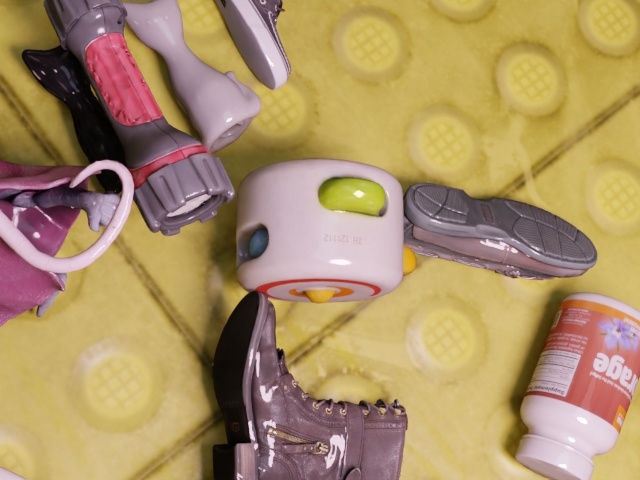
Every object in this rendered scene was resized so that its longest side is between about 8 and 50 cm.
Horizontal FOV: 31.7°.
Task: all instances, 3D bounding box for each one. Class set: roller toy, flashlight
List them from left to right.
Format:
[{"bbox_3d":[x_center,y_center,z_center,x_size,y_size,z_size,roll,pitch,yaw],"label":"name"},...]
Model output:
[{"bbox_3d":[-0.202,-0.157,1.217,0.103,0.103,0.304,-31,78,14],"label":"flashlight"},{"bbox_3d":[0.000,0.000,1.288,0.191,0.209,0.146,-4,76,19],"label":"roller toy"}]

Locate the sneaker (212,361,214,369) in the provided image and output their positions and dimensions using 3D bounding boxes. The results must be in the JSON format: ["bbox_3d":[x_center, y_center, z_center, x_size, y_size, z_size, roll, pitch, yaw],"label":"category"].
[{"bbox_3d":[-0.092,0.169,1.307,0.083,0.032,0.037,30,72,-7],"label":"sneaker"}]

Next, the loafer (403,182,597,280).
[{"bbox_3d":[0.214,-0.001,1.417,0.267,0.084,0.096,16,43,-15],"label":"loafer"}]

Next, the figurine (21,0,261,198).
[{"bbox_3d":[-0.210,-0.181,1.327,0.214,0.092,0.209,-32,84,-20],"label":"figurine"}]

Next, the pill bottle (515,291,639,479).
[{"bbox_3d":[0.317,0.182,1.371,0.121,0.121,0.216,27,73,-8],"label":"pill bottle"}]

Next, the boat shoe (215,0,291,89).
[{"bbox_3d":[-0.084,-0.297,1.393,0.076,0.080,0.229,-26,78,-18],"label":"boat shoe"}]

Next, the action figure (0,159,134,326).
[{"bbox_3d":[-0.416,-0.045,1.152,0.370,0.275,0.248,30,77,-22],"label":"action figure"}]

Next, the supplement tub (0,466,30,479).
[{"bbox_3d":[-0.376,0.371,1.076,0.235,0.235,0.325,27,72,-8],"label":"supplement tub"}]

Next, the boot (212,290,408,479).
[{"bbox_3d":[-0.004,0.194,1.290,0.228,0.091,0.263,5,87,-27],"label":"boot"}]
